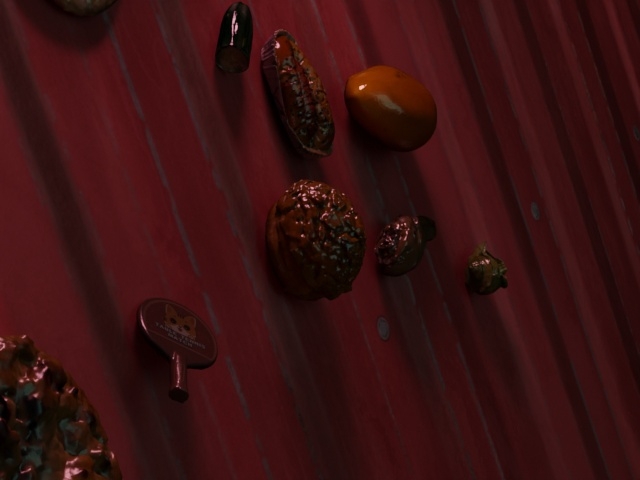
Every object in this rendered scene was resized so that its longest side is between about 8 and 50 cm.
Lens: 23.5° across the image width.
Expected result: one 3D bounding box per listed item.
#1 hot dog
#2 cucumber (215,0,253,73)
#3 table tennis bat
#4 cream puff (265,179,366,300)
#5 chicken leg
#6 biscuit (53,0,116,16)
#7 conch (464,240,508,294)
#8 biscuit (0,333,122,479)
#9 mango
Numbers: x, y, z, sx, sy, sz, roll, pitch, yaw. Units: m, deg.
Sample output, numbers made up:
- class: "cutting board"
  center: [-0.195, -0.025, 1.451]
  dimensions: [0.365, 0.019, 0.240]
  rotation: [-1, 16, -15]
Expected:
- class: "hot dog"
  center: [-0.030, -0.203, 2.148]
  dimensions: [0.099, 0.053, 0.192]
  rotation: [-39, 113, -61]
- class: "cucumber"
  center: [-0.114, -0.275, 2.052]
  dimensions: [0.048, 0.048, 0.105]
  rotation: [45, 38, -41]
- class: "table tennis bat"
  center: [-0.191, 0.159, 1.780]
  dimensions: [0.107, 0.119, 0.170]
  rotation: [27, 27, -21]
- class: "cream puff"
  center: [0.000, 0.000, 2.049]
  dimensions: [0.150, 0.115, 0.165]
  rotation: [-45, 117, -51]
- class: "chicken leg"
  center: [0.137, -0.003, 2.325]
  dimensions: [0.198, 0.069, 0.085]
  rotation: [-32, 107, -65]
- class: "biscuit"
  center: [-0.295, -0.369, 1.809]
  dimensions: [0.220, 0.033, 0.220]
  rotation: [28, 55, -51]
- class: "conch"
  center: [0.274, 0.046, 2.511]
  dimensions: [0.121, 0.074, 0.089]
  rotation: [14, 77, -51]
- class: "biscuit"
  center: [-0.287, 0.256, 1.515]
  dimensions: [0.289, 0.081, 0.334]
  rotation: [-14, 88, -60]
- class: "mango"
  center: [0.106, -0.205, 2.322]
  dimensions: [0.217, 0.102, 0.141]
  rotation: [10, 62, -59]
